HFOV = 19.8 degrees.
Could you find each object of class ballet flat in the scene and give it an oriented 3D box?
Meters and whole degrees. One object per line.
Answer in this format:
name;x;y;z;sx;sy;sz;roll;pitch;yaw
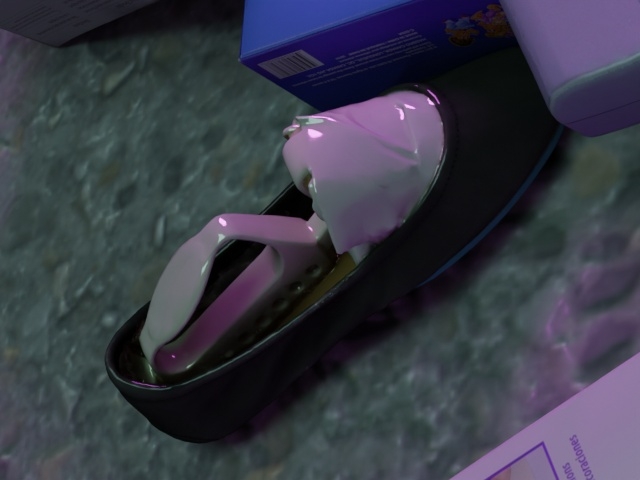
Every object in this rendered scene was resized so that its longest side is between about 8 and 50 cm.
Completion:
ballet flat;0.000;0.000;0.904;0.280;0.096;0.095;-45;47;16

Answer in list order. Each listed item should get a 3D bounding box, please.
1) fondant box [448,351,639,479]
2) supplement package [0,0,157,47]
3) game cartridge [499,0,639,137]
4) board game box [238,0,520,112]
fondant box;0.095;0.215;0.723;0.330;0.096;0.238;-36;51;22
supplement package;-0.144;-0.246;1.052;0.262;0.145;0.204;-7;67;61
game cartridge;0.190;-0.181;0.745;0.294;0.060;0.196;-37;55;23
board game box;0.122;-0.220;0.913;0.347;0.078;0.233;-14;62;36
